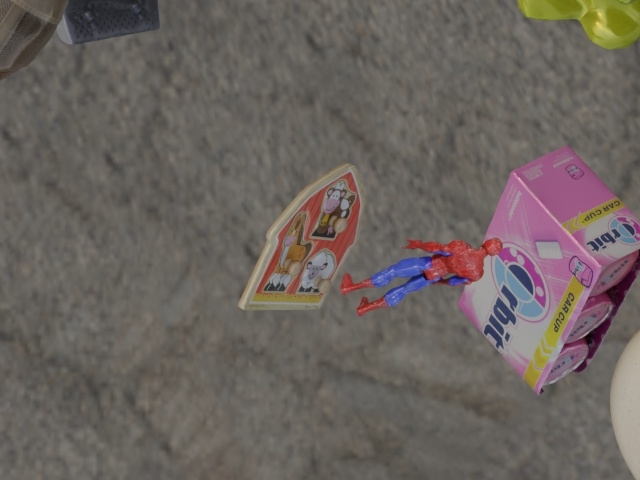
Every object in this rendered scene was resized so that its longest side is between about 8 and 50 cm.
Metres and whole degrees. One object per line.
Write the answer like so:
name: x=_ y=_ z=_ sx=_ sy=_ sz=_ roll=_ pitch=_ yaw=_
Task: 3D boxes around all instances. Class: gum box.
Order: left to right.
gum box: x=0.183 y=0.030 z=1.187 sx=0.062 sy=0.107 sz=0.188 roll=-25 pitch=151 yaw=-27

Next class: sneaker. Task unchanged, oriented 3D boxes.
sneaker: x=-0.189 y=-0.130 z=0.834 sx=0.066 sy=0.188 sz=0.071 roll=35 pitch=94 yaw=-18

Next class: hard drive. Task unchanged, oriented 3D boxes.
hard drive: x=-0.304 y=-0.391 z=1.944 sx=0.054 sy=0.172 sz=0.254 roll=-1 pitch=104 yaw=43

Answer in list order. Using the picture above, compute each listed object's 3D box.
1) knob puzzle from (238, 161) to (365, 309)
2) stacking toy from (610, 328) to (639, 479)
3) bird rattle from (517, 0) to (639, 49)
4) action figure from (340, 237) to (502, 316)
knob puzzle: x=0.000 y=0.000 z=1.738 sx=0.213 sy=0.030 sz=0.213 roll=-38 pitch=146 yaw=-32
stacking toy: x=0.456 y=0.014 z=1.174 sx=0.351 sy=0.480 sz=0.350 roll=18 pitch=143 yaw=14
bird rattle: x=0.240 y=-0.238 z=0.944 sx=0.254 sy=0.143 sz=0.206 roll=-23 pitch=100 yaw=-7
action figure: x=0.070 y=0.019 z=0.988 sx=0.115 sy=0.030 sz=0.038 roll=-18 pitch=117 yaw=31
